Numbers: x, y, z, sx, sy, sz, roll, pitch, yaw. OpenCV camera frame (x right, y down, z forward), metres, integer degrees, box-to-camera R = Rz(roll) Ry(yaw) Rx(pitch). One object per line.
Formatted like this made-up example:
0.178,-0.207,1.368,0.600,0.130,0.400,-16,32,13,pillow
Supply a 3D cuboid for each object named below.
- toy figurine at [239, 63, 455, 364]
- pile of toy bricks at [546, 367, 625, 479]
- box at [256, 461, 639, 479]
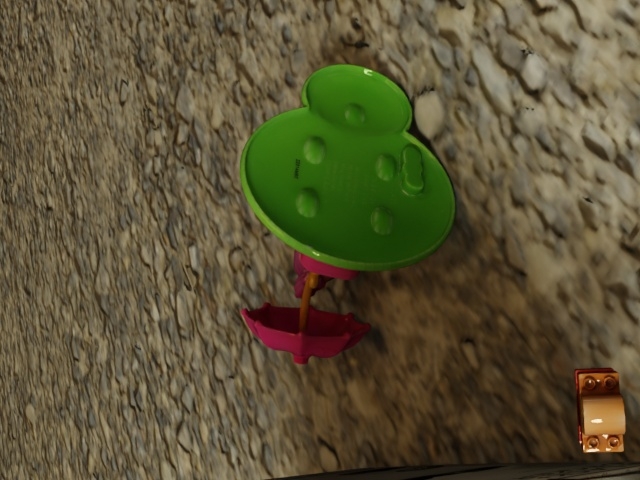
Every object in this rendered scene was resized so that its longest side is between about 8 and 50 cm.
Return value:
0.000,0.000,0.757,0.159,0.130,0.173,111,169,-46,toy figurine
0.146,0.138,0.433,0.105,0.118,0.212,19,-112,-80,pile of toy bricks
0.067,0.205,0.629,0.290,0.087,0.169,-17,74,59,box
